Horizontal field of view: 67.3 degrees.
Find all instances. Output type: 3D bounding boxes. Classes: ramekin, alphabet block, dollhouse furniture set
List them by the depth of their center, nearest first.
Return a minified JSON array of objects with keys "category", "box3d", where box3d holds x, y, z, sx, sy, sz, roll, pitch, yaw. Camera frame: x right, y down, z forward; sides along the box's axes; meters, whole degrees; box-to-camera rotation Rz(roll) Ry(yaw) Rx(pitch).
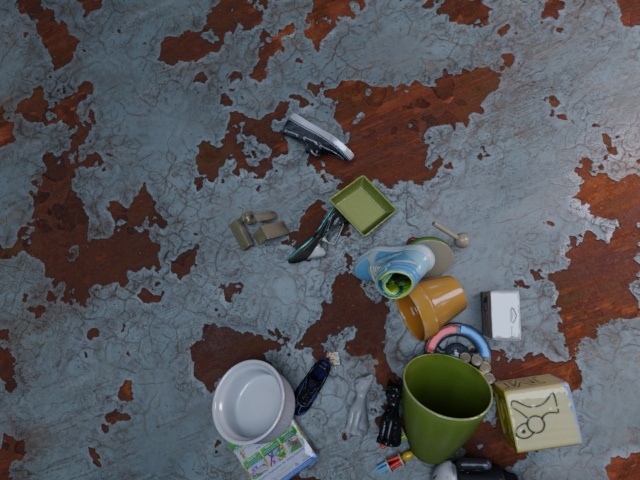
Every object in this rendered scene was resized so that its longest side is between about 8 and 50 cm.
[{"category":"alphabet block","box3d":[0.688,0.550,1.547,0.196,0.193,0.193,-10,81,7]},{"category":"ramekin","box3d":[-0.222,0.566,1.665,0.277,0.135,0.278,-11,60,20]},{"category":"dollhouse furniture set","box3d":[-0.234,-0.043,1.833,0.151,0.123,0.144,-37,77,38]}]

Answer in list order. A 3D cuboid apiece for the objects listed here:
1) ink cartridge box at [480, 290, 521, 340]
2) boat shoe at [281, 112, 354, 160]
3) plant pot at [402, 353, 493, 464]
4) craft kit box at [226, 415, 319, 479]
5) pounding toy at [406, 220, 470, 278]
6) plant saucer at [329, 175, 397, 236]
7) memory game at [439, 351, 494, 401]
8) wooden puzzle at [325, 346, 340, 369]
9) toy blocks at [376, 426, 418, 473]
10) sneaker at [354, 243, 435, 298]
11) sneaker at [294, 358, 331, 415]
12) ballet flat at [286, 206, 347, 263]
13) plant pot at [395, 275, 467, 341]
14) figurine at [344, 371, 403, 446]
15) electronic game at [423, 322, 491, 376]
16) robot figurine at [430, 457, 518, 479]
[{"category":"ink cartridge box","box3d":[0.591,0.243,1.585,0.093,0.212,0.155,-2,84,8]},{"category":"boat shoe","box3d":[-0.016,-0.363,1.799,0.301,0.108,0.102,34,89,13]},{"category":"plant pot","box3d":[0.376,0.569,1.546,0.274,0.275,0.294,11,119,9]},{"category":"craft kit box","box3d":[-0.173,0.737,1.723,0.249,0.061,0.247,-36,82,3]},{"category":"pounding toy","box3d":[0.385,0.017,1.688,0.182,0.110,0.237,26,127,-18]},{"category":"plant saucer","box3d":[0.150,-0.120,1.747,0.188,0.045,0.188,-37,79,-28]},{"category":"memory game","box3d":[0.496,0.471,1.635,0.186,0.012,0.186,0,92,10]},{"category":"wooden puzzle","box3d":[0.045,0.430,1.749,0.049,0.006,0.084,-7,83,8]},{"category":"toy blocks","box3d":[0.245,0.731,1.661,0.148,0.054,0.123,-28,81,5]},{"category":"sneaker","box3d":[0.204,0.112,1.605,0.318,0.208,0.127,-16,110,43]},{"category":"sneaker","box3d":[-0.042,0.525,1.706,0.081,0.090,0.232,29,91,11]},{"category":"ballet flat","box3d":[0.000,0.000,1.764,0.096,0.095,0.280,42,91,-2]},{"category":"plant pot","box3d":[0.384,0.213,1.641,0.187,0.205,0.205,-22,81,-11]},{"category":"figurine","box3d":[0.187,0.568,1.647,0.214,0.092,0.210,2,76,39]},{"category":"electronic game","box3d":[0.474,0.402,1.668,0.229,0.048,0.230,-1,84,8]},{"category":"robot figurine","box3d":[0.499,0.807,1.559,0.277,0.173,0.209,0,73,8]}]
